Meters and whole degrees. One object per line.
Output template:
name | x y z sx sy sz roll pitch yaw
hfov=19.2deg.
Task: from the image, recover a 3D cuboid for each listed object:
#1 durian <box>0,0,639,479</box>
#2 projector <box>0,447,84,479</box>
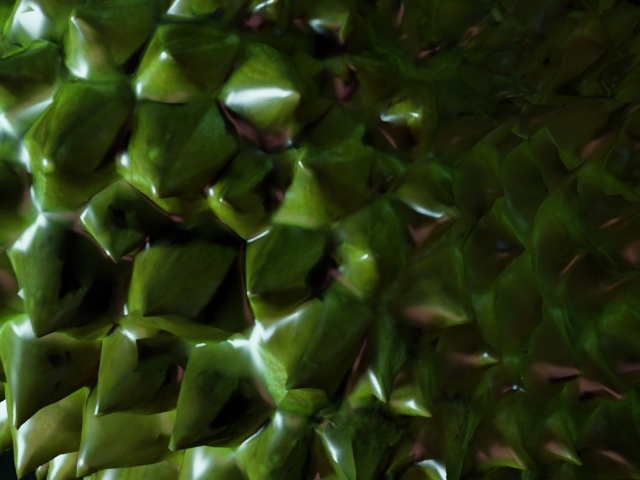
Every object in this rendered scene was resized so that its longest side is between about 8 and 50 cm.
durian | -0.003 -0.001 0.435 0.200 0.176 0.237 32 170 49
projector | -0.026 0.182 0.638 0.248 0.248 0.249 27 150 15
